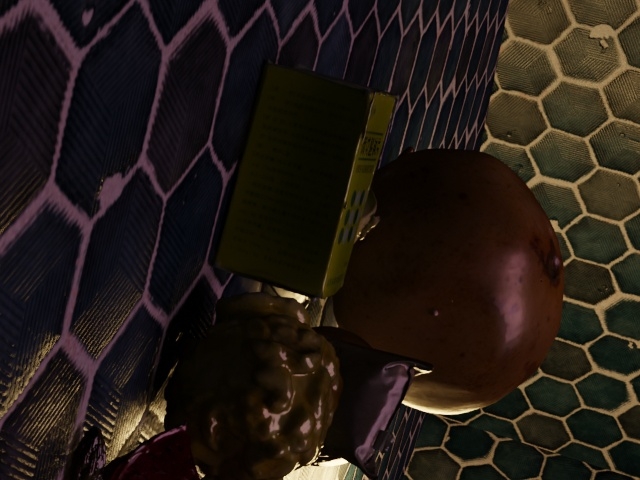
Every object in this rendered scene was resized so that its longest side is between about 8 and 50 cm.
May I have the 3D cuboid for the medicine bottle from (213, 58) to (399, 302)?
[{"bbox_3d":[-0.015,-0.070,1.471,0.137,0.141,0.250,-9,114,-73],"label":"medicine bottle"}]

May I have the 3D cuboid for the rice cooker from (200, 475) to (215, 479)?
[{"bbox_3d":[-0.057,0.430,1.508,0.288,0.277,0.288,-160,-90,-84],"label":"rice cooker"}]

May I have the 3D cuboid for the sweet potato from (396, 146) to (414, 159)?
[{"bbox_3d":[0.128,-0.074,2.306,0.058,0.055,0.202,33,72,-39],"label":"sweet potato"}]

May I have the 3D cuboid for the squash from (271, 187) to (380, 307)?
[{"bbox_3d":[0.000,0.000,1.694,0.169,0.093,0.252,-28,162,0],"label":"squash"}]

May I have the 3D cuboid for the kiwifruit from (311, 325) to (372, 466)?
[{"bbox_3d":[-0.003,0.213,1.772,0.234,0.196,0.196,39,68,-73],"label":"kiwifruit"}]

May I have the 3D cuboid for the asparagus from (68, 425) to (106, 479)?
[{"bbox_3d":[-0.224,0.247,1.194,0.036,0.030,0.165,-1,110,-52],"label":"asparagus"}]

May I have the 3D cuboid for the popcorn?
[{"bbox_3d":[-0.071,0.161,1.414,0.217,0.181,0.235,-62,169,-50],"label":"popcorn"}]

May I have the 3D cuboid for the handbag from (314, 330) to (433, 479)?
[{"bbox_3d":[-0.011,0.187,1.583,0.183,0.270,0.117,-63,147,-19],"label":"handbag"}]

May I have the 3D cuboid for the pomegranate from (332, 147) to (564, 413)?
[{"bbox_3d":[0.185,0.065,2.039,0.416,0.416,0.417,16,90,-78],"label":"pomegranate"}]

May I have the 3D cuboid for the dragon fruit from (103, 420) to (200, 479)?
[{"bbox_3d":[-0.175,0.347,1.282,0.262,0.134,0.211,66,-31,28],"label":"dragon fruit"}]
